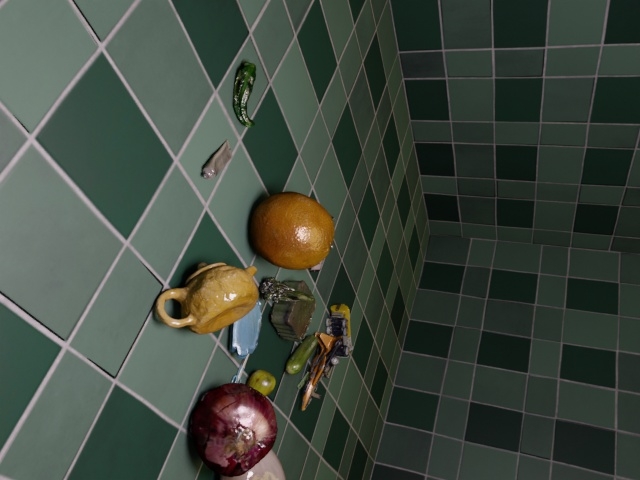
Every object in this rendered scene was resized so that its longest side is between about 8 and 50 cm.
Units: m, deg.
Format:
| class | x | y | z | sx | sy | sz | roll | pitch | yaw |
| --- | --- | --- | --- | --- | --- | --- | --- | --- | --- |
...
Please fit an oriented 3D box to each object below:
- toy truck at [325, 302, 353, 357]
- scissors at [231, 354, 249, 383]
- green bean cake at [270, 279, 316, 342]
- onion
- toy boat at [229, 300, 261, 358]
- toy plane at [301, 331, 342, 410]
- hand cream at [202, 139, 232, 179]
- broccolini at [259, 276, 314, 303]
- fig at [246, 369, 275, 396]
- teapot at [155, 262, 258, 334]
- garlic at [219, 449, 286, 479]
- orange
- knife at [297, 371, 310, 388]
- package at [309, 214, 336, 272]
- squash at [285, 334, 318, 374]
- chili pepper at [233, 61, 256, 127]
| class | x | y | z | sx | sy | sz | roll | pitch | yaw |
| --- | --- | --- | --- | --- | --- | --- | --- | --- | --- |
| toy truck | 0.090 | 0.400 | 2.446 | 0.114 | 0.097 | 0.227 | -53 | 142 | -61 |
| scissors | -0.249 | 0.407 | 1.733 | 0.058 | 0.014 | 0.119 | 60 | 45 | -56 |
| green bean cake | -0.098 | 0.248 | 1.953 | 0.173 | 0.094 | 0.182 | 65 | 37 | -50 |
| onion | -0.248 | 0.527 | 1.554 | 0.252 | 0.219 | 0.252 | 4 | 82 | -29 |
| toy boat | -0.229 | 0.245 | 1.680 | 0.102 | 0.088 | 0.215 | 175 | -79 | -78 |
| toy plane | 0.000 | 0.529 | 2.215 | 0.102 | 0.204 | 0.316 | 19 | 77 | -22 |
| hand cream | -0.277 | -0.214 | 1.497 | 0.165 | 0.037 | 0.057 | -67 | 153 | -51 |
| broccolini | -0.105 | 0.168 | 1.831 | 0.068 | 0.202 | 0.091 | -52 | -141 | 45 |
| fig | -0.215 | 0.486 | 1.767 | 0.166 | 0.093 | 0.093 | -45 | 140 | -29 |
| teapot | -0.283 | 0.131 | 1.413 | 0.311 | 0.167 | 0.203 | -17 | 158 | -41 |
| garlic | -0.240 | 0.760 | 1.695 | 0.245 | 0.231 | 0.340 | 2 | 74 | -25 |
| orange | -0.082 | -0.026 | 1.712 | 0.264 | 0.264 | 0.265 | 6 | 90 | -68 |
| knife | -0.047 | 0.548 | 2.259 | 0.207 | 0.014 | 0.030 | -38 | 130 | -59 |
| package | 0.000 | 0.000 | 2.036 | 0.251 | 0.062 | 0.204 | -91 | -163 | -77 |
| squash | -0.070 | 0.435 | 2.113 | 0.229 | 0.066 | 0.066 | -46 | 137 | -59 |
| chili pepper | -0.212 | -0.415 | 1.566 | 0.073 | 0.050 | 0.182 | -20 | 116 | -73 |
